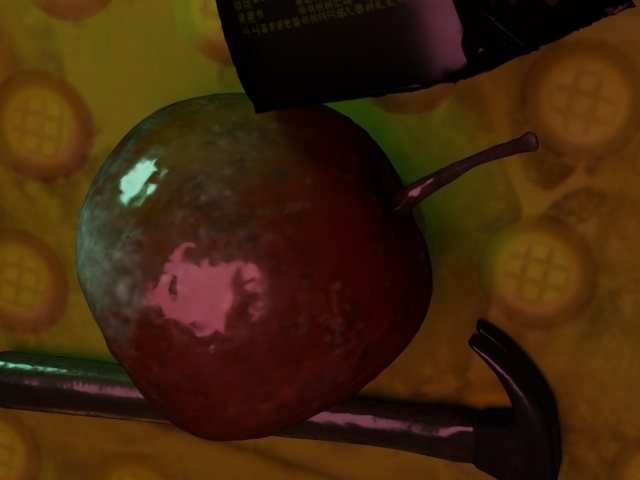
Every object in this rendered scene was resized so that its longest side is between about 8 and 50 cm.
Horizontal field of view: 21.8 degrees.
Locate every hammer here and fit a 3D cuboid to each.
[{"bbox_3d":[-0.041,0.130,1.237,0.440,0.044,0.168,4,109,15],"label":"hammer"}]

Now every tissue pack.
[{"bbox_3d":[0.021,-0.280,0.977,0.210,0.198,0.370,0,110,47],"label":"tissue pack"}]

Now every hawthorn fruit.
[{"bbox_3d":[-0.034,0.020,1.106,0.263,0.235,0.231,11,89,-11],"label":"hawthorn fruit"}]
